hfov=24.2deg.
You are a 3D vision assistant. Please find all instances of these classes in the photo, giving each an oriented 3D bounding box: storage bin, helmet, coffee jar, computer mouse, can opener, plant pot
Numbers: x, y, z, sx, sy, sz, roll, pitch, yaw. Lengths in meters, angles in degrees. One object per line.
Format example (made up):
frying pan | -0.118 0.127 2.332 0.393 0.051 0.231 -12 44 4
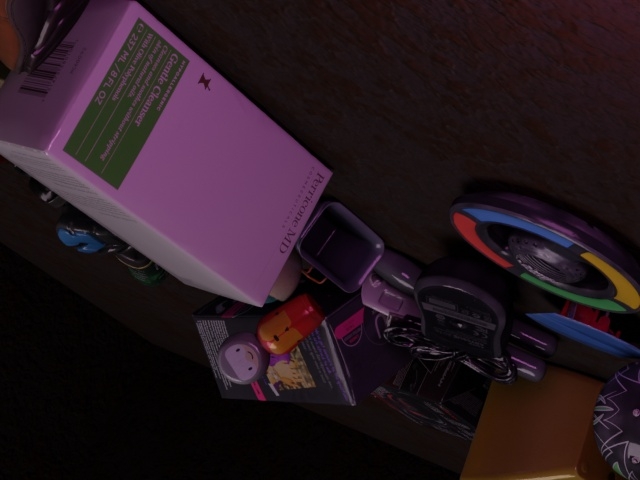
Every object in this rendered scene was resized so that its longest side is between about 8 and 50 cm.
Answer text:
storage bin | 0.000 0.000 1.955 0.091 0.098 0.135 31 174 48
helmet | 0.404 0.217 1.774 0.162 0.169 0.169 12 168 -2
coffee jar | -0.316 0.017 2.700 0.079 0.096 0.184 27 169 11
computer mouse | 0.177 0.083 1.880 0.189 0.072 0.272 20 157 10
can opener | 0.181 0.102 2.000 0.280 0.074 0.093 26 167 7
plant pot | 0.363 0.302 2.154 0.212 0.212 0.187 35 155 -28

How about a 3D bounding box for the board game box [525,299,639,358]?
board game box | 0.324 0.100 1.778 0.133 0.033 0.169 24 174 -7

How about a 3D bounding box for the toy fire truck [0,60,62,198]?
toy fire truck | -0.352 -0.121 1.934 0.217 0.158 0.246 23 130 21

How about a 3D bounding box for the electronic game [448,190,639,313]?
electronic game | 0.239 0.015 1.566 0.229 0.048 0.229 26 168 6

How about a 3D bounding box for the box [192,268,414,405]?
box | -0.023 0.134 2.145 0.270 0.165 0.143 -2 113 42

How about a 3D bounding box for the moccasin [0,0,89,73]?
moccasin | -0.301 -0.264 1.398 0.147 0.139 0.380 34 171 3

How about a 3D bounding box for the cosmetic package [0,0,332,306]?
cosmetic package | -0.178 -0.097 1.679 0.155 0.197 0.365 14 164 46

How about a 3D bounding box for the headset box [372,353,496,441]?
headset box | 0.189 0.237 2.455 0.218 0.110 0.293 37 165 -34

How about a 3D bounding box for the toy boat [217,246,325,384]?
toy boat | -0.113 0.041 1.976 0.267 0.148 0.318 43 -167 -48

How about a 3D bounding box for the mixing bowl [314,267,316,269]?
mixing bowl | 0.051 0.113 2.283 0.181 0.098 0.181 26 167 7

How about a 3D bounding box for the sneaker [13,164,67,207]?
sneaker | -0.330 -0.107 2.092 0.293 0.146 0.102 16 163 46

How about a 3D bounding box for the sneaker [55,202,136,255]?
sneaker | -0.210 -0.041 2.202 0.341 0.139 0.125 11 160 -8
